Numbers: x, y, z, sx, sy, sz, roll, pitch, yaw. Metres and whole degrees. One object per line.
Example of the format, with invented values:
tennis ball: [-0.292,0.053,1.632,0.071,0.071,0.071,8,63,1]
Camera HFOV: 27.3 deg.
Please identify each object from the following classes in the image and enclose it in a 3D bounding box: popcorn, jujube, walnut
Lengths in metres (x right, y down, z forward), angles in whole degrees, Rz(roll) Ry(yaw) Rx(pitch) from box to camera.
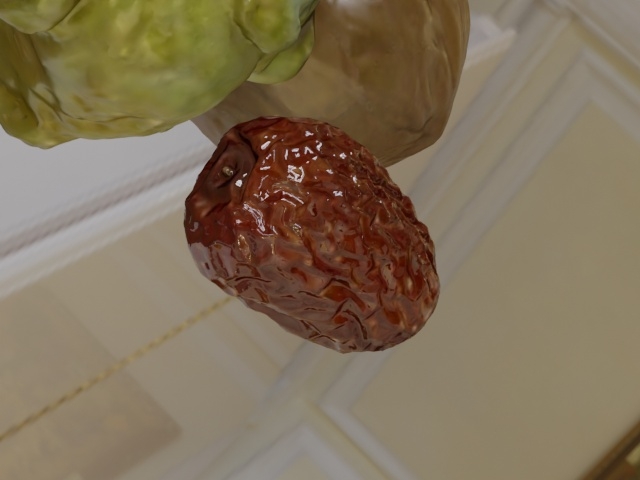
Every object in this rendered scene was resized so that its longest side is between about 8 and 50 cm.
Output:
popcorn: [-0.150,-0.215,0.938,0.312,0.312,0.312,-43,167,-13]
jujube: [0.000,0.000,0.781,0.112,0.109,0.176,-29,136,26]
walnut: [-0.031,-0.234,1.301,0.308,0.398,0.354,-48,172,35]
